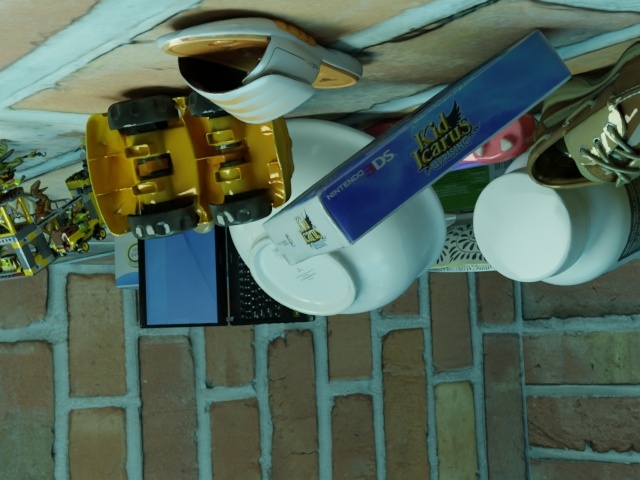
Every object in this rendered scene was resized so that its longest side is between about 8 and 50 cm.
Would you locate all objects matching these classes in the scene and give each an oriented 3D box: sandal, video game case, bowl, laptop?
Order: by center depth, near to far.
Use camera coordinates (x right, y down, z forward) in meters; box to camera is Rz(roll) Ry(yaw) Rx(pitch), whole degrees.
[{"bbox_3d":[-0.039,-0.144,1.136,0.102,0.076,0.265,-7,173,34],"label":"sandal"},{"bbox_3d":[0.084,-0.084,1.220,0.269,0.061,0.244,-37,-177,-15],"label":"video game case"},{"bbox_3d":[0.000,0.000,1.558,0.298,0.134,0.298,15,142,13],"label":"bowl"},{"bbox_3d":[0.234,0.001,1.792,0.170,0.080,0.170,-3,175,0],"label":"bowl"},{"bbox_3d":[-0.157,0.025,2.058,0.264,0.234,0.136,-5,175,29],"label":"laptop"}]

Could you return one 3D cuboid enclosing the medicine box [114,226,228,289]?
[{"bbox_3d":[-0.210,0.017,2.408,0.263,0.149,0.289,-5,174,27],"label":"medicine box"}]

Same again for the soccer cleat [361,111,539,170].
[{"bbox_3d":[0.152,-0.118,1.541,0.248,0.083,0.095,-9,177,33],"label":"soccer cleat"}]

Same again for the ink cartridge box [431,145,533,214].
[{"bbox_3d":[0.308,-0.089,1.813,0.189,0.097,0.255,-7,172,41],"label":"ink cartridge box"}]

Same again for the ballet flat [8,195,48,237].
[{"bbox_3d":[-0.536,-0.045,2.006,0.248,0.086,0.086,2,173,-33],"label":"ballet flat"}]

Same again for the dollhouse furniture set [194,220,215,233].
[{"bbox_3d":[-0.143,-0.035,1.812,0.242,0.161,0.212,-5,174,23],"label":"dollhouse furniture set"}]

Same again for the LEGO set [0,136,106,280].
[{"bbox_3d":[-0.422,-0.069,1.544,0.331,0.192,0.255,-3,-155,40],"label":"LEGO set"}]

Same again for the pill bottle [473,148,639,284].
[{"bbox_3d":[0.326,-0.043,1.545,0.176,0.176,0.318,-7,-173,39],"label":"pill bottle"}]

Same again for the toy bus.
[{"bbox_3d":[-0.115,-0.095,1.378,0.220,0.149,0.211,-8,-174,22],"label":"toy bus"}]

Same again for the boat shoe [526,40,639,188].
[{"bbox_3d":[0.311,-0.109,1.261,0.122,0.120,0.324,33,167,-10],"label":"boat shoe"}]
